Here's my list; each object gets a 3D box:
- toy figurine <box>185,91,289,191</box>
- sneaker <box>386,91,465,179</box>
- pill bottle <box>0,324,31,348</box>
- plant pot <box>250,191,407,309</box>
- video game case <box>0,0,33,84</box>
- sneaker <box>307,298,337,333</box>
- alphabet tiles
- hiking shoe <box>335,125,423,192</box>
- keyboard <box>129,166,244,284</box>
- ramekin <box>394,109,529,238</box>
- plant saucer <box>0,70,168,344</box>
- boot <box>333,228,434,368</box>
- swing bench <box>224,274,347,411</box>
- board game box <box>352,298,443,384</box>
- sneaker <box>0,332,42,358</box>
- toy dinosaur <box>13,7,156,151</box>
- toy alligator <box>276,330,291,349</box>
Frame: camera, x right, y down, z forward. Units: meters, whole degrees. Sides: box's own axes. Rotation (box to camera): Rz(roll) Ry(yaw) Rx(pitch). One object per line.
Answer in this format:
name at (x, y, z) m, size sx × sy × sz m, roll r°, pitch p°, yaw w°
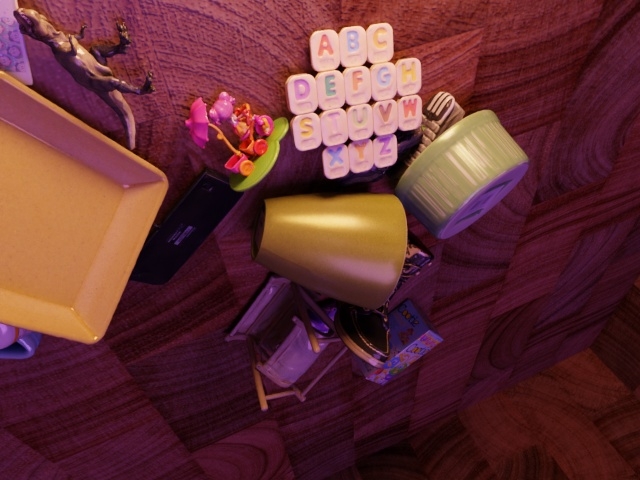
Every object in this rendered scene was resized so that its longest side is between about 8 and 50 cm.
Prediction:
toy figurine at (-0.161, -0.203, 0.865) m, size 0.159 × 0.130 × 0.173 m, roll 39°, pitch 83°, yaw -39°
sneaker at (0.260, -0.222, 1.116) m, size 0.132 × 0.086 × 0.229 m, roll 15°, pitch 121°, yaw -44°
pill bottle at (-0.558, 0.121, 0.850) m, size 0.118 × 0.117 × 0.208 m, roll -58°, pitch 175°, yaw 29°
plant pot at (0.000, 0.000, 1.076) m, size 0.293 × 0.275 × 0.275 m, roll 11°, pitch 127°, yaw -18°
video game case at (-0.481, -0.285, 0.635) m, size 0.143 × 0.019 × 0.157 m, roll -8°, pitch 135°, yaw -25°
sneaker at (0.037, 0.219, 1.431) m, size 0.236 × 0.095 × 0.105 m, roll 8°, pitch 120°, yaw -43°
alphabet tiles at (0.073, -0.266, 0.926) m, size 0.283 × 0.021 × 0.278 m, roll -15°, pitch 116°, yaw -17°
hiking shoe at (0.127, -0.192, 1.078) m, size 0.226 × 0.086 × 0.114 m, roll -24°, pitch 150°, yaw 4°
keyboard at (-0.321, -0.029, 0.991) m, size 0.317 × 0.033 × 0.201 m, roll -46°, pitch 144°, yaw 16°
ramekin at (0.337, -0.141, 1.119) m, size 0.303 × 0.148 × 0.303 m, roll -33°, pitch 161°, yaw -13°
plant saucer at (-0.449, -0.033, 0.762) m, size 0.332 × 0.080 × 0.333 m, roll 35°, pitch 69°, yaw -49°
boot at (0.169, 0.127, 1.233) m, size 0.138 × 0.377 × 0.284 m, roll 35°, pitch 106°, yaw -12°
swing bench at (-0.091, 0.267, 1.279) m, size 0.165 × 0.255 × 0.253 m, roll 8°, pitch 127°, yaw -49°
board game box at (0.264, 0.360, 1.669) m, size 0.275 × 0.144 × 0.142 m, roll -40°, pitch 140°, yaw 12°
sneaker at (-0.703, 0.162, 0.854) m, size 0.365 × 0.150 × 0.135 m, roll 3°, pitch 129°, yaw -34°
toy dinosaur at (-0.327, -0.257, 0.730) m, size 0.118 × 0.064 × 0.268 m, roll -20°, pitch 142°, yaw 8°
toy alligator at (-0.102, 0.285, 1.435) m, size 0.056 × 0.052 × 0.189 m, roll 10°, pitch 146°, yaw -36°
